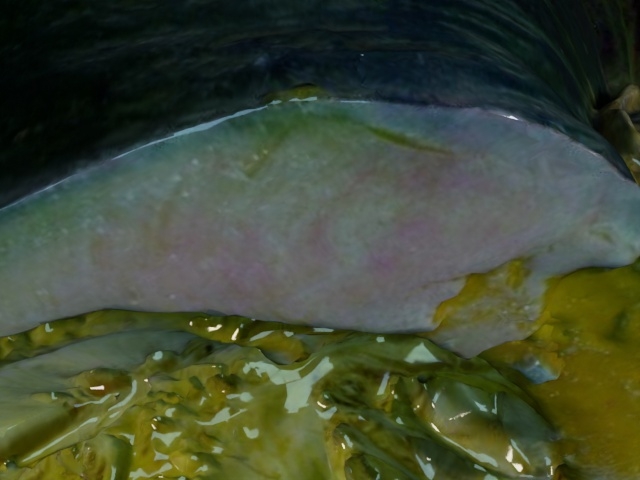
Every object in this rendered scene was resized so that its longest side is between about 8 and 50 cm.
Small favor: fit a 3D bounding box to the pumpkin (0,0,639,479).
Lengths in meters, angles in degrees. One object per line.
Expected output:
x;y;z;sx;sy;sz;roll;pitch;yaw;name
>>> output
0.000;0.000;0.491;0.263;0.197;0.293;-34;134;25;pumpkin
